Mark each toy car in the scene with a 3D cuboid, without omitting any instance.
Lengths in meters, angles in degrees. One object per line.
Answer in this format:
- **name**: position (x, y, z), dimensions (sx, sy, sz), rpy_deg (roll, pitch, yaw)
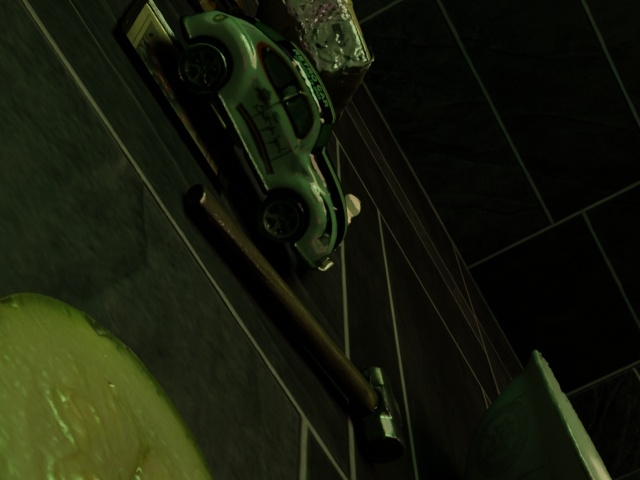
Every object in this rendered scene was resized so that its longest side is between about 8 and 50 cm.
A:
- **toy car**: position (-0.043, -0.122, 1.078), dimensions (0.305, 0.125, 0.136), rpy_deg (61, 10, -2)

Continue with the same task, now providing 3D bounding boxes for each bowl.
- **bowl**: position (0.292, 0.374, 1.279), dimensions (0.434, 0.196, 0.434), rpy_deg (58, 12, -21)

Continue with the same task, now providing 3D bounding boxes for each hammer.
- **hammer**: position (-0.021, 0.081, 0.982), dimensions (0.365, 0.043, 0.111), rpy_deg (52, 16, -33)

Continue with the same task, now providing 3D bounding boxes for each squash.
- **squash**: position (-0.104, 0.121, 0.483), dimensions (0.219, 0.041, 0.219), rpy_deg (59, 11, -19)

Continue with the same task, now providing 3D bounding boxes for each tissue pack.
- **tissue pack**: position (-0.024, -0.300, 1.510), dimensions (0.257, 0.123, 0.214), rpy_deg (136, -65, -74)

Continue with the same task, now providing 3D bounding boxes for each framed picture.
- **framed picture**: position (-0.145, -0.162, 1.051), dimensions (0.199, 0.010, 0.195), rpy_deg (58, 12, -22)

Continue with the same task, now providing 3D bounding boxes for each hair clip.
- **hair clip**: position (0.000, 0.000, 1.244), dimensions (0.034, 0.072, 0.226), rpy_deg (55, 21, -12)

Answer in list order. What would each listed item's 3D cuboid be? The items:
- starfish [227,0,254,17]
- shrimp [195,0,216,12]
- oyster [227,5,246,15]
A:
- **starfish**: position (-0.167, -0.440, 1.532), dimensions (0.247, 0.050, 0.138), rpy_deg (65, 5, -60)
- **shrimp**: position (-0.155, -0.351, 1.368), dimensions (0.095, 0.045, 0.162), rpy_deg (63, 9, 4)
- **oyster**: position (-0.100, -0.291, 1.493), dimensions (0.100, 0.037, 0.098), rpy_deg (47, 20, -54)
